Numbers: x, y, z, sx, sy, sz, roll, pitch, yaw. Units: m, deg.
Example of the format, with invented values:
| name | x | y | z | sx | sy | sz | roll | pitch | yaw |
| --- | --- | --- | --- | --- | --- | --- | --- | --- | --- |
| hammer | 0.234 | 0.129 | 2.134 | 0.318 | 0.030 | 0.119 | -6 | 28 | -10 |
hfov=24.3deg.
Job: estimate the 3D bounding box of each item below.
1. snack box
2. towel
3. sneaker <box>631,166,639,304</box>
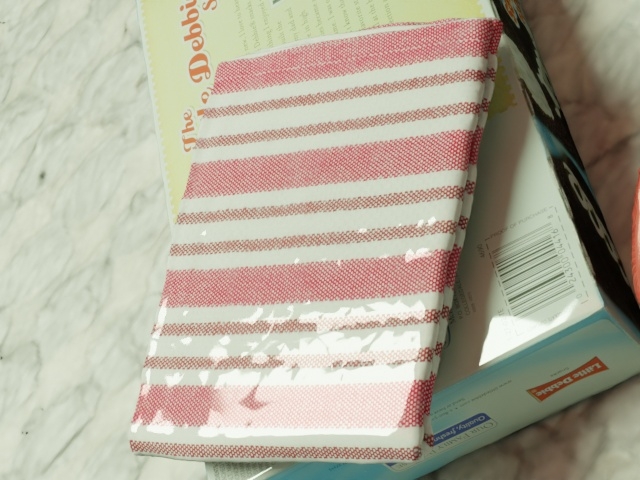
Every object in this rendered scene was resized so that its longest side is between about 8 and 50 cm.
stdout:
| name | x | y | z | sx | sy | sz | roll | pitch | yaw |
| --- | --- | --- | --- | --- | --- | --- | --- | --- | --- |
| snack box | 0.016 | -0.044 | 0.694 | 0.187 | 0.060 | 0.322 | -29 | 49 | 20 |
| towel | 0.000 | 0.000 | 0.619 | 0.144 | 0.029 | 0.197 | -4 | 64 | 36 |
| sneaker | 0.207 | -0.052 | 0.536 | 0.128 | 0.087 | 0.221 | 15 | 74 | 44 |
